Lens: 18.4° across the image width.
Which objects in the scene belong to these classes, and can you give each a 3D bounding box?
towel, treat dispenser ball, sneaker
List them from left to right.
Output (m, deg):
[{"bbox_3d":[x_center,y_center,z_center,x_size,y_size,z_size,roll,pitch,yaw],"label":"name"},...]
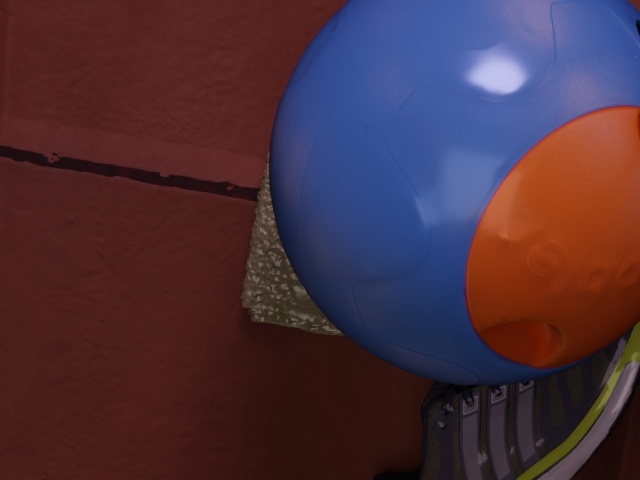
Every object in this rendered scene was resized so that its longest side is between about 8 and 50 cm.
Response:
[{"bbox_3d":[0.000,0.000,1.487,0.110,0.027,0.148,10,108,9],"label":"towel"},{"bbox_3d":[0.109,-0.048,1.316,0.288,0.288,0.288,3,106,10],"label":"treat dispenser ball"},{"bbox_3d":[0.144,0.126,1.456,0.121,0.111,0.300,36,106,4],"label":"sneaker"}]
